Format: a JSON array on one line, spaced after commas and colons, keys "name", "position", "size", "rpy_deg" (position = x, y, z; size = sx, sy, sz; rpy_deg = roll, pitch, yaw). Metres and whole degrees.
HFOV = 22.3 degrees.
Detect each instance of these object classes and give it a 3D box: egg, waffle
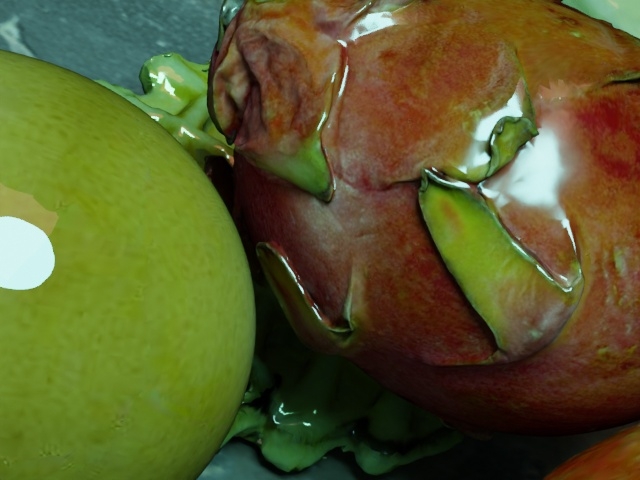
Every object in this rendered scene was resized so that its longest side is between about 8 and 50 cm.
[{"name": "egg", "position": [-0.190, 0.030, 0.757], "size": [0.322, 0.250, 0.250], "rpy_deg": [12, 46, -6]}, {"name": "waffle", "position": [0.000, 0.000, 0.981], "size": [0.297, 0.073, 0.317], "rpy_deg": [-9, 55, -28]}]

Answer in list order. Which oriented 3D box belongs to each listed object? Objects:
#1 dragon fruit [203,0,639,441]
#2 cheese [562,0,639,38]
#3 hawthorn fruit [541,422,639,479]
[{"name": "dragon fruit", "position": [0.088, -0.016, 0.813], "size": [0.315, 0.250, 0.250], "rpy_deg": [15, 42, -33]}, {"name": "cheese", "position": [0.313, -0.116, 1.167], "size": [0.242, 0.124, 0.265], "rpy_deg": [-24, 60, -31]}, {"name": "hawthorn fruit", "position": [0.193, 0.212, 0.724], "size": [0.284, 0.284, 0.284], "rpy_deg": [10, 47, -11]}]
